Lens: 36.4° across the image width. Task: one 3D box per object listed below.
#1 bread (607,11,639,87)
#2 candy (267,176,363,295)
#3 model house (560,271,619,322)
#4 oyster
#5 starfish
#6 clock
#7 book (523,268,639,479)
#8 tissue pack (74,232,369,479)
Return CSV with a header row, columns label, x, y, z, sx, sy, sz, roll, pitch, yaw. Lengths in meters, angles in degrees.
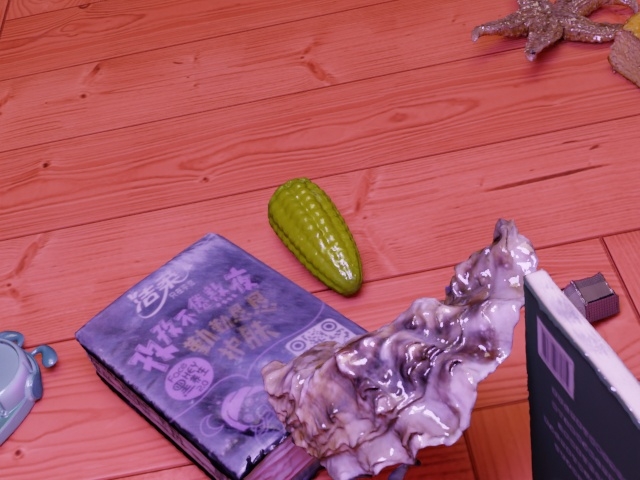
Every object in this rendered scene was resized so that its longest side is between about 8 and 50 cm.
label,x,y,z,sx,sy,sz,roll,pitch,yaw
bread,0.528,-0.290,1.548,0.065,0.103,0.187,-25,48,-10
candy,0.000,0.000,1.379,0.097,0.097,0.209,-25,50,-13
model house,0.331,0.083,1.238,0.083,0.057,0.058,-14,66,-30
oyster,0.071,0.118,0.979,0.351,0.115,0.238,-22,28,43
starfish,0.407,-0.379,1.703,0.302,0.060,0.299,-32,51,-28
clock,-0.450,0.193,1.302,0.148,0.060,0.188,15,48,28
book,0.257,0.232,0.853,0.043,0.371,0.260,-21,43,-8
tissue pack,-0.108,0.148,1.227,0.259,0.122,0.361,-37,46,-27
